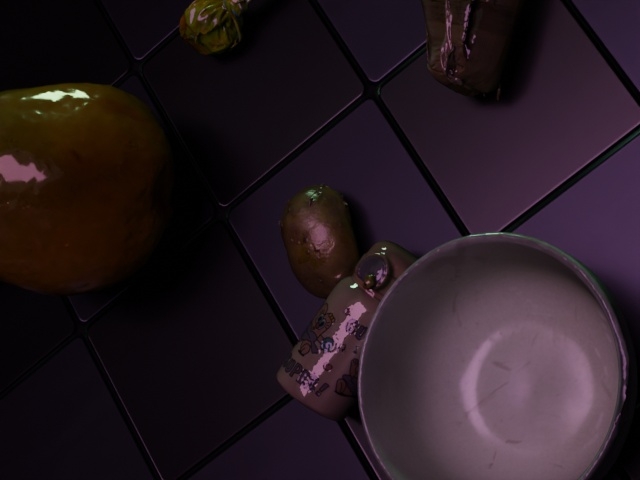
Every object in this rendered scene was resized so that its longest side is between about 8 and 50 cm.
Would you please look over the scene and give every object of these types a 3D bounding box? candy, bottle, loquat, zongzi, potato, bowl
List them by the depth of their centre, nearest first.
[{"bbox_3d":[0.203,0.152,1.666,0.307,0.163,0.307,-5,79,27],"label":"bowl"},{"bbox_3d":[0.039,0.097,1.791,0.097,0.110,0.209,37,99,28],"label":"bottle"},{"bbox_3d":[0.145,-0.273,1.819,0.197,0.099,0.195,13,86,39],"label":"zongzi"},{"bbox_3d":[0.000,0.000,1.852,0.091,0.070,0.138,-21,72,24],"label":"potato"},{"bbox_3d":[-0.321,-0.068,1.911,0.276,0.283,0.276,-43,39,49],"label":"loquat"},{"bbox_3d":[-0.072,-0.325,1.939,0.262,0.077,0.073,-38,66,21],"label":"candy"}]
